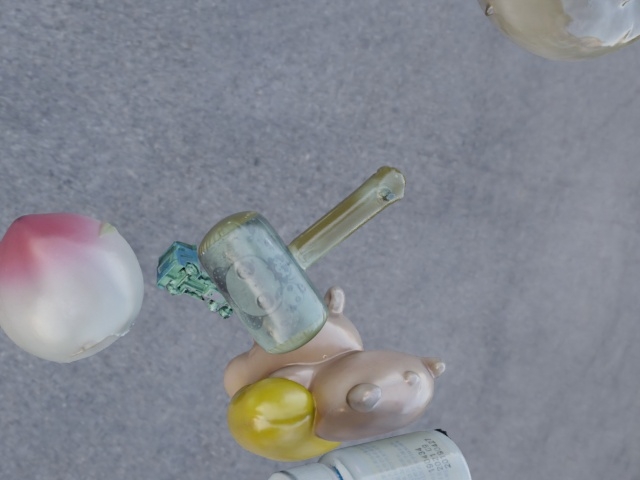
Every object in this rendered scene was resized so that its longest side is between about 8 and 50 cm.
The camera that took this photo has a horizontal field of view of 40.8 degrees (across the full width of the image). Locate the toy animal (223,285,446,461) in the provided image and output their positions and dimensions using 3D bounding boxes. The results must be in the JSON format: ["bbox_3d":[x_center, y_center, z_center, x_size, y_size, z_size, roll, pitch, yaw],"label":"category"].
[{"bbox_3d":[-0.016,0.192,1.325,0.277,0.345,0.247,15,57,-44],"label":"toy animal"}]

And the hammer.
[{"bbox_3d":[0.000,0.000,1.180,0.305,0.113,0.202,-36,94,-12],"label":"hammer"}]

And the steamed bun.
[{"bbox_3d":[-0.510,0.065,1.678,0.309,0.309,0.309,-23,122,-42],"label":"steamed bun"}]

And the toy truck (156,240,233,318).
[{"bbox_3d":[-0.190,0.065,1.444,0.175,0.081,0.067,27,122,-34],"label":"toy truck"}]

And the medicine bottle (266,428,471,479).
[{"bbox_3d":[0.063,0.339,1.133,0.258,0.143,0.143,-3,108,-31],"label":"medicine bottle"}]

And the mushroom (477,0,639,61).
[{"bbox_3d":[0.259,-0.253,0.626,0.292,0.290,0.292,-19,131,-23],"label":"mushroom"}]
